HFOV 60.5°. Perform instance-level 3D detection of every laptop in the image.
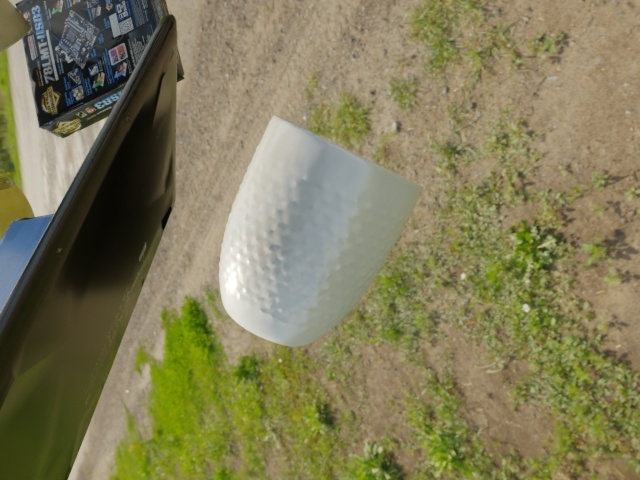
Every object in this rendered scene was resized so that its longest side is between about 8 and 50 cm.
[{"bbox_3d":[-0.302,0.041,0.512,0.408,0.236,0.382,112,169,-53],"label":"laptop"}]

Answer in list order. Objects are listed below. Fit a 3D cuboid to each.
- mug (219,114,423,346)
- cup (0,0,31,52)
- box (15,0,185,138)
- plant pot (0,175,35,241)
[{"bbox_3d":[0.000,0.000,0.972,0.276,0.374,0.328,31,101,27],"label":"mug"},{"bbox_3d":[-0.662,-0.362,0.827,0.331,0.331,0.237,32,152,48],"label":"cup"},{"bbox_3d":[-0.431,-0.388,1.061,0.293,0.073,0.296,-22,74,14],"label":"box"},{"bbox_3d":[-0.642,-0.071,1.090,0.134,0.134,0.095,43,131,41],"label":"plant pot"}]
